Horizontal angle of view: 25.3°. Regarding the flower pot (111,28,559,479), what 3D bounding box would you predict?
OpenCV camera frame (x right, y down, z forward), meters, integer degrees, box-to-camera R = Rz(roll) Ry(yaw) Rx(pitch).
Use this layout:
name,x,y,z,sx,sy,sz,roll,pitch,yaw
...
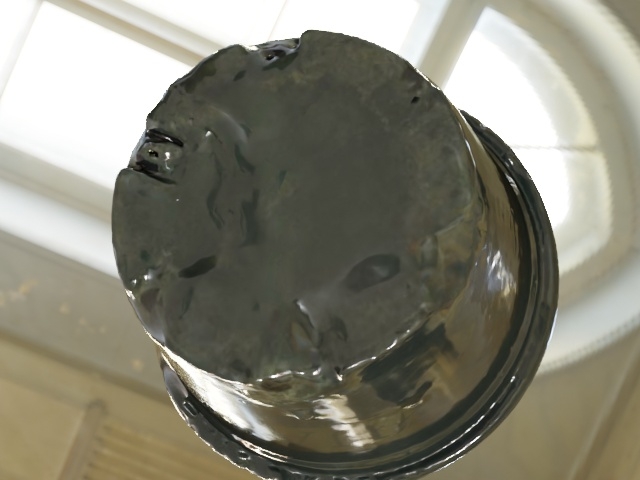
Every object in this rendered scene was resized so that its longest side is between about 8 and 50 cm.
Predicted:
name,x,y,z,sx,sy,sz,roll,pitch,yaw
flower pot,0.000,0.000,0.484,0.107,0.157,0.157,58,51,-69
